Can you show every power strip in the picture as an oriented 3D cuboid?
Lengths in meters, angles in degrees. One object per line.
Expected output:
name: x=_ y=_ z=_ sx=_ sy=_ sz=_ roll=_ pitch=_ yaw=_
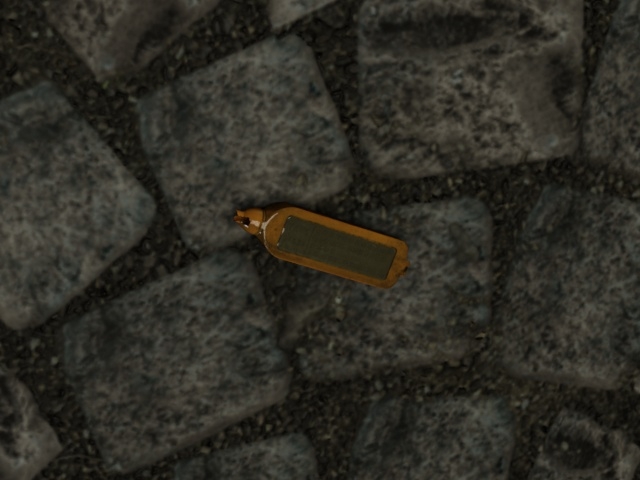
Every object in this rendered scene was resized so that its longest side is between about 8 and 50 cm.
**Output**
power strip: x=0.000 y=0.000 z=1.482 sx=0.178 sy=0.028 sz=0.049 roll=17 pitch=101 yaw=-26
